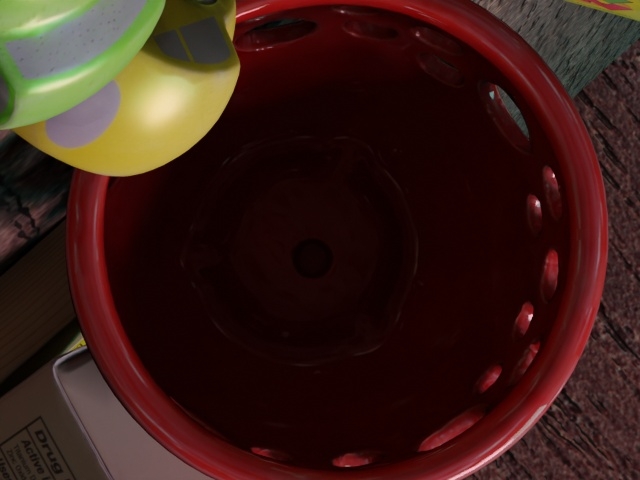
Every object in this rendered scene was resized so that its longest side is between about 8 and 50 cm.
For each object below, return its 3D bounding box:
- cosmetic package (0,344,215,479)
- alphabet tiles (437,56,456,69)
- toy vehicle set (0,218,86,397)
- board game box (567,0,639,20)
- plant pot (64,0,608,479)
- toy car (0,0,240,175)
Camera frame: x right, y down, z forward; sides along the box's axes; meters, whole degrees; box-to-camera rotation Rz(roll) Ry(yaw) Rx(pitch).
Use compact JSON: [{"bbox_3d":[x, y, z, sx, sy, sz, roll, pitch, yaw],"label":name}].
[{"bbox_3d":[-0.147,0.174,0.905,0.309,0.160,0.113,-33,174,34],"label":"cosmetic package"},{"bbox_3d":[0.026,-0.007,0.930,0.009,0.198,0.237,-1,151,-28],"label":"alphabet tiles"},{"bbox_3d":[-0.108,0.028,0.968,0.166,0.035,0.267,-42,175,-8],"label":"toy vehicle set"},{"bbox_3d":[0.113,-0.139,0.889,0.181,0.092,0.043,-6,112,-81],"label":"board game box"},{"bbox_3d":[0.000,0.000,0.751,0.191,0.191,0.174,-42,-177,-4],"label":"plant pot"},{"bbox_3d":[-0.086,-0.035,0.523,0.239,0.053,0.225,-40,175,-26],"label":"toy car"}]
